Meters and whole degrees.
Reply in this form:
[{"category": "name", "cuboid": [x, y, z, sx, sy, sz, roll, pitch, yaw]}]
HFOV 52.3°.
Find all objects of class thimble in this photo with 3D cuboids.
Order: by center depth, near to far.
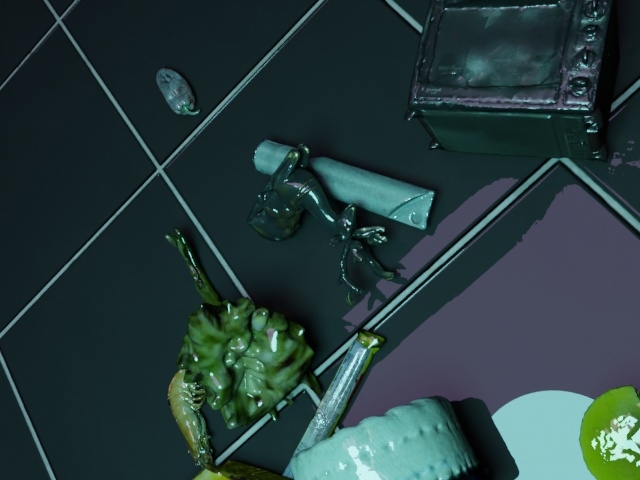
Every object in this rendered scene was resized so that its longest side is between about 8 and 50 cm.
[{"category": "thimble", "cuboid": [0.091, 0.291, 0.809, 0.237, 0.237, 0.150, -29, 70, 17]}]

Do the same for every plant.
[{"category": "plant", "cuboid": [-0.119, 0.121, 1.022, 0.180, 0.251, 0.333, -21, 30, 1]}]

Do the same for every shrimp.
[{"category": "shrimp", "cuboid": [-0.179, 0.274, 1.048, 0.124, 0.034, 0.178, -35, 60, 8]}]

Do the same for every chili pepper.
[{"category": "chili pepper", "cuboid": [-0.273, -0.283, 1.222, 0.050, 0.041, 0.153, -20, 62, -25]}]

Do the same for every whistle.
[{"category": "whistle", "cuboid": [0.032, -0.092, 1.014, 0.312, 0.062, 0.062, 22, 88, 28]}]

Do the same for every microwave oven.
[{"category": "microwave oven", "cuboid": [0.257, -0.215, 0.862, 0.247, 0.188, 0.178, 8, 82, 27]}]

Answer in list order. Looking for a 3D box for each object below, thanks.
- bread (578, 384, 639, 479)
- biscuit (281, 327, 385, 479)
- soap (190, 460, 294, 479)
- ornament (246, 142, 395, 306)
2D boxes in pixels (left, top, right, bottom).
[{"category": "bread", "cuboid": [0.361, 0.235, 0.744, 0.111, 0.114, 0.129, -48, 63, 9]}, {"category": "biscuit", "cuboid": [0.008, 0.262, 0.959, 0.048, 0.026, 0.292, 30, 93, 29]}, {"category": "soap", "cuboid": [-0.144, 0.422, 0.953, 0.257, 0.080, 0.160, -43, 65, 17]}, {"category": "ornament", "cuboid": [0.000, 0.000, 0.987, 0.236, 0.080, 0.202, 47, 138, 10]}]
